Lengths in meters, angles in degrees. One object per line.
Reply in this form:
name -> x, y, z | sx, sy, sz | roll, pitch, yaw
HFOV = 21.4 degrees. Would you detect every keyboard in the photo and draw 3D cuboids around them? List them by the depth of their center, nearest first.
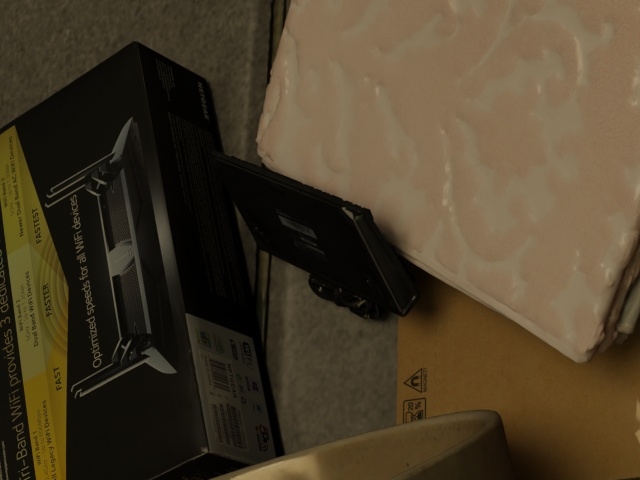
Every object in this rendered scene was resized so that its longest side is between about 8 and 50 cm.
keyboard -> 0.000, 0.000, 1.031 | 0.023, 0.108, 0.180 | -37, 28, -17

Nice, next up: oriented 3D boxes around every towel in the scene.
towel -> 0.100, -0.144, 0.938 | 0.317, 0.053, 0.331 | 34, 114, 44

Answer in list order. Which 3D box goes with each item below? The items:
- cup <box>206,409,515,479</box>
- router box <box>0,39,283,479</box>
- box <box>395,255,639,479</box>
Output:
cup -> -0.029, 0.248, 0.846 | 0.331, 0.331, 0.237 | -20, 89, 32
router box -> -0.166, 0.056, 1.144 | 0.243, 0.081, 0.308 | -28, 58, 27
box -> 0.115, 0.046, 0.966 | 0.164, 0.021, 0.201 | -12, 66, 35
